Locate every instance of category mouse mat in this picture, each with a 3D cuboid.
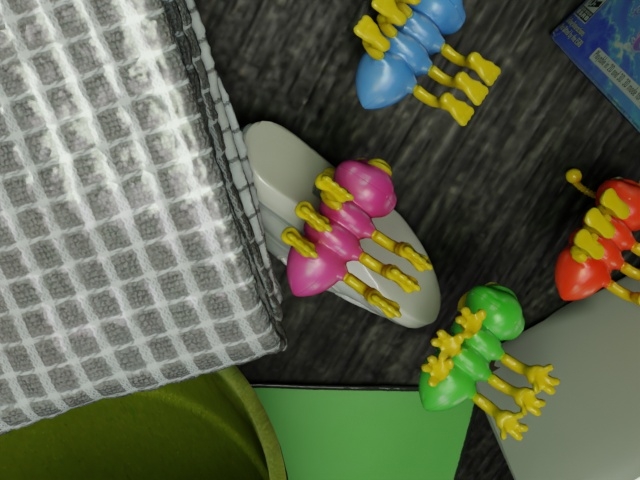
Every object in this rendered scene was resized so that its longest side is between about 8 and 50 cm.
[{"bbox_3d":[0.017,0.169,0.811,0.190,0.007,0.152,3,121,-11],"label":"mouse mat"}]

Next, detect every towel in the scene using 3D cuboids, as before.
[{"bbox_3d":[-0.163,-0.041,0.551,0.235,0.121,0.283,-16,112,6],"label":"towel"}]

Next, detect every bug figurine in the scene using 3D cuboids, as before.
[{"bbox_3d":[0.088,-0.019,0.639,0.279,0.072,0.216,42,79,-24],"label":"bug figurine"}]

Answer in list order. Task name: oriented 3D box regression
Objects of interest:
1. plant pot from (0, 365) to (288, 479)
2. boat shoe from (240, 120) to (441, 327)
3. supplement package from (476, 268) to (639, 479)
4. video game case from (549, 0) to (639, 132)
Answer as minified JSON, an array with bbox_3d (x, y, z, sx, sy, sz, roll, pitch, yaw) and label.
[{"bbox_3d":[-0.153,0.292,0.682,0.367,0.366,0.353,-17,134,1],"label":"plant pot"},{"bbox_3d":[0.000,0.000,0.677,0.184,0.066,0.063,34,140,-30],"label":"boat shoe"},{"bbox_3d":[0.260,0.189,0.765,0.178,0.175,0.293,-30,121,10],"label":"supplement package"},{"bbox_3d":[0.255,-0.129,0.516,0.061,0.269,0.244,39,107,-25],"label":"video game case"}]
